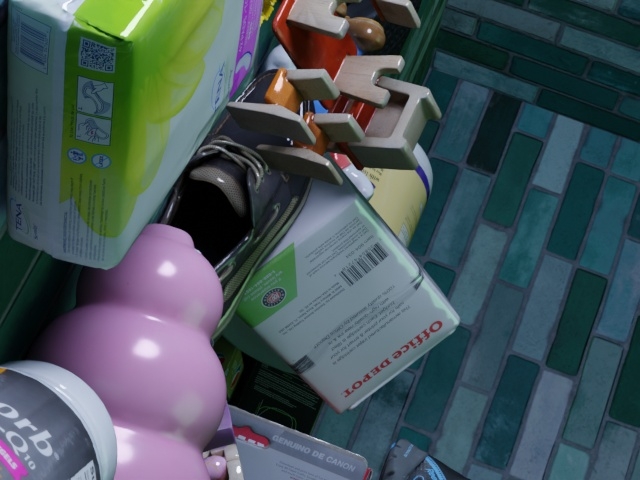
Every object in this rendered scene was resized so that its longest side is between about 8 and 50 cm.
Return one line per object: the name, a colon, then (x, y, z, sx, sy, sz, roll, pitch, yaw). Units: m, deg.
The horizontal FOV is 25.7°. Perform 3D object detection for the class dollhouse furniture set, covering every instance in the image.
dollhouse furniture set: (0.017, -0.179, 1.479, 0.262, 0.135, 0.259, -64, 147, -20)

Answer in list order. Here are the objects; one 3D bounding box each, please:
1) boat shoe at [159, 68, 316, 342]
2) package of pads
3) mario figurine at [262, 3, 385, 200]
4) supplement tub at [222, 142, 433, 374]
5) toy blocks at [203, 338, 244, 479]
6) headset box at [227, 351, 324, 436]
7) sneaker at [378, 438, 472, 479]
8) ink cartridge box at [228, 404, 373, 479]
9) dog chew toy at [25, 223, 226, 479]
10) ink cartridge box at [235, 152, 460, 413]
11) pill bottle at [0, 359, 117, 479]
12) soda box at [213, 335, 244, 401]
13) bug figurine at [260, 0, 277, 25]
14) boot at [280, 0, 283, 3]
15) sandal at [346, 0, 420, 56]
boat shoe: (-0.093, -0.044, 1.539, 0.130, 0.132, 0.355, 96, 15, -68)
package of pads: (-0.129, -0.149, 1.032, 0.229, 0.101, 0.296, 103, 11, -44)
mario figurine: (0.002, -0.144, 1.787, 0.170, 0.198, 0.320, 160, -53, -78)
supplement tub: (0.000, 0.000, 1.978, 0.241, 0.241, 0.331, 99, 13, -61)
toy blocks: (-0.201, 0.280, 1.420, 0.288, 0.260, 0.309, -107, -173, -46)
headset box: (-0.078, 0.231, 2.268, 0.283, 0.131, 0.246, -67, -168, -23)
sneaker: (0.105, 0.347, 1.635, 0.341, 0.140, 0.125, -49, 159, -60)
ink cartridge box: (-0.107, 0.308, 1.737, 0.130, 0.309, 0.272, -52, 162, -70)
dog chew toy: (-0.174, 0.147, 1.216, 0.206, 0.207, 0.331, 87, 17, -75)
ink cartridge box: (0.015, 0.056, 1.708, 0.198, 0.115, 0.273, -37, 131, 4)
pill bottle: (-0.233, 0.169, 0.894, 0.278, 0.162, 0.162, -43, 153, -77)
soda box: (-0.154, 0.184, 2.074, 0.181, 0.061, 0.058, 92, 19, -70)
bug figurine: (-0.049, -0.305, 1.334, 0.279, 0.072, 0.216, -69, -178, -48)
boot: (-0.013, -0.326, 1.660, 0.158, 0.059, 0.084, 89, 17, -71)
sandal: (0.058, -0.328, 2.090, 0.446, 0.107, 0.167, -41, 154, -64)
